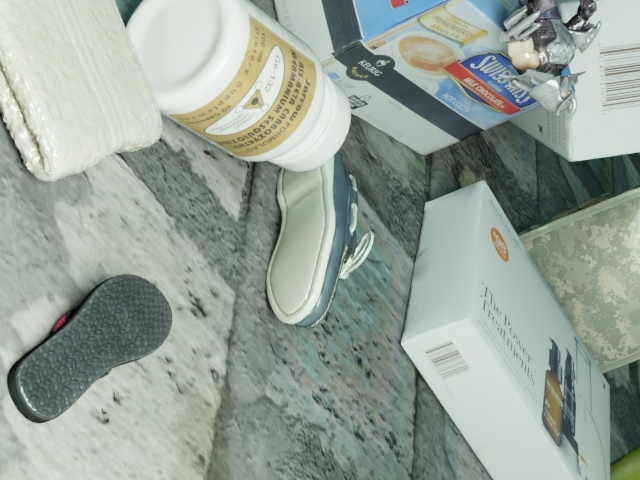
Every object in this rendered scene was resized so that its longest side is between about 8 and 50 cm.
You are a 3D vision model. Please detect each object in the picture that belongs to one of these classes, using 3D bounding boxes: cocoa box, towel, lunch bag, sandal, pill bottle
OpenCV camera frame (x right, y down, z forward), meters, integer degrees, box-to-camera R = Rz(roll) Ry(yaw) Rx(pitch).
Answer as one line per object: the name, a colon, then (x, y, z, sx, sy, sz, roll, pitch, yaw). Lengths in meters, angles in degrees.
cocoa box: (0.122, -0.283, 1.783, 0.347, 0.228, 0.231, 25, 49, -57)
towel: (-0.233, -0.191, 1.211, 0.282, 0.049, 0.187, 67, 26, -5)
lunch bag: (0.448, 0.043, 2.118, 0.169, 0.287, 0.235, -20, 88, -65)
sandal: (-0.178, 0.080, 1.126, 0.179, 0.040, 0.067, -38, 100, -49)
pill bottle: (-0.071, -0.147, 1.402, 0.229, 0.131, 0.131, 29, 46, -54)

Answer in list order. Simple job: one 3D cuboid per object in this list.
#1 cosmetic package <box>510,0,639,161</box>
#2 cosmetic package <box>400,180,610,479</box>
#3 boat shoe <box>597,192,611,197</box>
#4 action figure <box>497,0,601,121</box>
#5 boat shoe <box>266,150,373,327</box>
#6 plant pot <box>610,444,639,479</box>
cosmetic package: (0.349, -0.257, 2.071, 0.385, 0.156, 0.217, -129, -148, -73)
cosmetic package: (0.241, 0.156, 1.840, 0.377, 0.097, 0.284, 55, 25, -27)
boat shoe: (0.479, -0.015, 2.489, 0.083, 0.065, 0.183, 42, 36, -46)
action figure: (0.239, -0.269, 1.632, 0.185, 0.099, 0.285, -6, 83, -68)
boat shoe: (0.000, 0.000, 1.481, 0.079, 0.095, 0.254, 40, 27, -28)
plant pot: (0.508, 0.378, 1.891, 0.366, 0.353, 0.366, 46, 32, -41)
